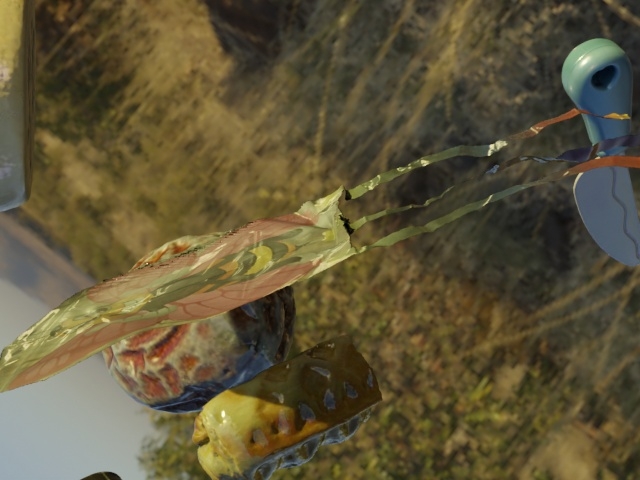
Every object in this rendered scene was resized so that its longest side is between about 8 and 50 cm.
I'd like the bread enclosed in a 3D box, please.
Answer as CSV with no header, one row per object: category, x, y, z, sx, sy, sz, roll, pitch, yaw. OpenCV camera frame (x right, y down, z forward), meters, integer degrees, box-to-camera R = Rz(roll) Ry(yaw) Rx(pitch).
bread,-0.038,0.213,1.439,0.088,0.232,0.128,21,132,66

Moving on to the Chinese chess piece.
Chinese chess piece,-0.345,-0.156,1.223,0.104,0.257,0.257,0,175,-11

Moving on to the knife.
knife,0.225,-0.055,0.956,0.032,0.058,0.244,55,169,46

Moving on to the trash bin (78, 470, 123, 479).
trash bin,-0.284,0.518,1.813,0.301,0.203,0.252,38,154,27

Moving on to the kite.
kite,-0.001,-0.003,0.628,0.204,0.360,0.022,-92,-17,-78

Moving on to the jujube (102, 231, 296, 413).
jujube,-0.171,0.113,1.689,0.215,0.246,0.308,13,143,-38
